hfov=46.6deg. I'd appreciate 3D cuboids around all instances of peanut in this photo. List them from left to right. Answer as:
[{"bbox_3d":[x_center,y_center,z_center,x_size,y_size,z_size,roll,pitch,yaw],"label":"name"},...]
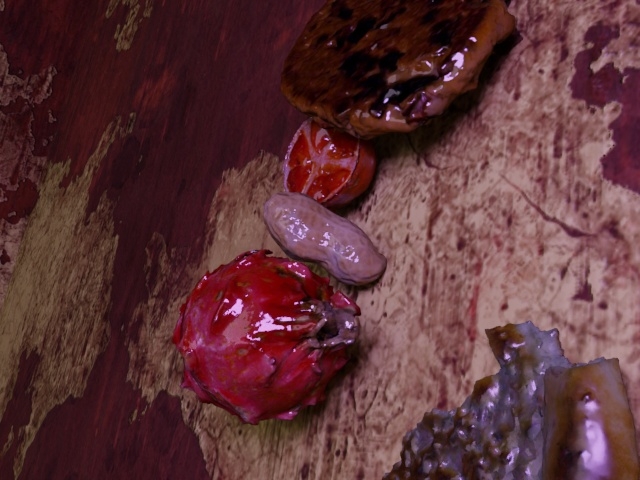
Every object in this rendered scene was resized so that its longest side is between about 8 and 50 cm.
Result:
[{"bbox_3d":[0.000,0.000,0.916,0.174,0.080,0.080,31,99,17],"label":"peanut"}]

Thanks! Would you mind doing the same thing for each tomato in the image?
[{"bbox_3d":[0.020,-0.101,0.996,0.155,0.069,0.156,-21,60,42],"label":"tomato"}]

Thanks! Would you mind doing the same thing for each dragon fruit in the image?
[{"bbox_3d":[-0.062,0.114,0.875,0.268,0.210,0.205,-13,93,48],"label":"dragon fruit"}]

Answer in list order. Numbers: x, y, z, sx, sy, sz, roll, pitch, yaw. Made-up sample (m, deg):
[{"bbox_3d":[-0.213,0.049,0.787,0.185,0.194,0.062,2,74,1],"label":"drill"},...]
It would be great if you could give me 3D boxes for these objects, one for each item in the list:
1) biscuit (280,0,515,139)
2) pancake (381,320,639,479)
[{"bbox_3d":[0.095,-0.247,0.930,0.289,0.081,0.334,-46,40,-1],"label":"biscuit"},{"bbox_3d":[0.121,0.269,0.652,0.427,0.066,0.305,-54,34,22],"label":"pancake"}]
